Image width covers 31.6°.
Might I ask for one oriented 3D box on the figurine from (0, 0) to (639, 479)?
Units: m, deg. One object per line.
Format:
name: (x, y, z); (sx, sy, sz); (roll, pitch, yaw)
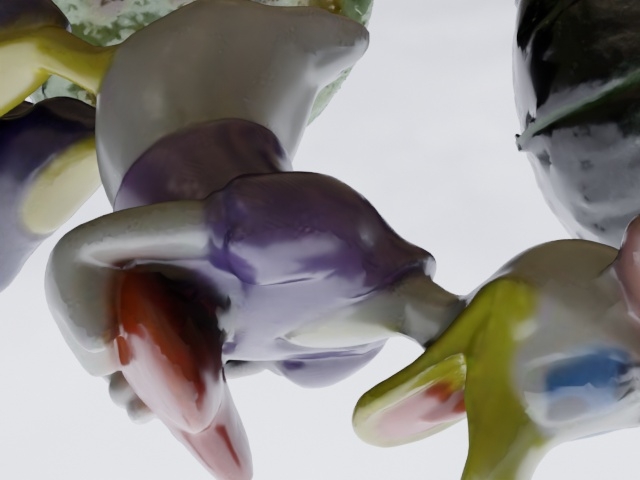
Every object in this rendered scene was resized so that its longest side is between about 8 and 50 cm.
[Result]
figurine: (-0.006, 0.001, 0.453); (0.421, 0.154, 0.193); (32, -111, 29)

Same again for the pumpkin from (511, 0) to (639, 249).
pumpkin: (0.279, -0.113, 0.803); (0.296, 0.296, 0.296); (0, -156, 0)

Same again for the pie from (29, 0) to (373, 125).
pie: (-0.088, -0.182, 0.824); (0.302, 0.302, 0.067); (-12, -149, -23)
